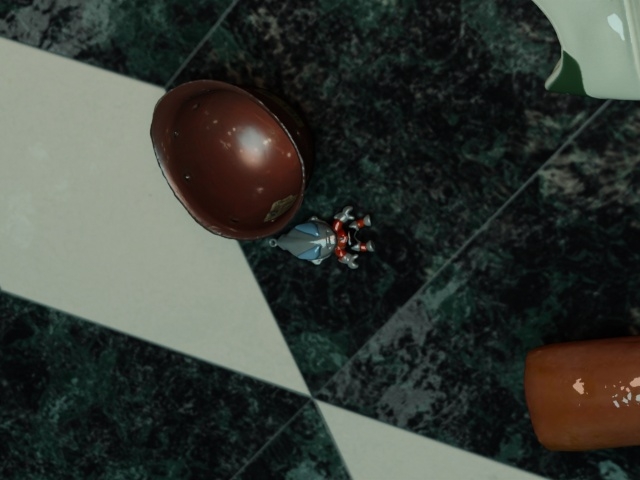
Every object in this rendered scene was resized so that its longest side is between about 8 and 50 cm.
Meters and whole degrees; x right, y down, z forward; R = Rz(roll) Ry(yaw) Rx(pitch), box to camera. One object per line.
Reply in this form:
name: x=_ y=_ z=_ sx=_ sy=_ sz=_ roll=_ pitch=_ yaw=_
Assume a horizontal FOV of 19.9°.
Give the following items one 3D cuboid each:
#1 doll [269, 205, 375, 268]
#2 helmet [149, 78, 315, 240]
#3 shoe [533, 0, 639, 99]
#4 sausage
doll: x=0.000 y=0.000 z=1.869 sx=0.114 sy=0.039 sz=0.057 roll=-6 pitch=117 yaw=18
helmet: x=-0.076 y=-0.095 z=1.811 sx=0.175 sy=0.106 sz=0.155 roll=32 pitch=121 yaw=7
shoe: x=0.230 y=-0.288 z=1.611 sx=0.160 sy=0.132 sz=0.363 roll=-5 pitch=116 yaw=26
sausage: x=0.335 y=0.143 z=1.782 sx=0.259 sy=0.113 sz=0.114 roll=-8 pitch=111 yaw=23
